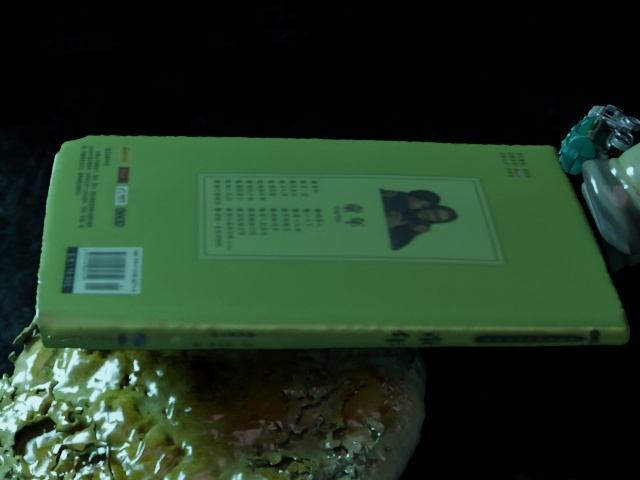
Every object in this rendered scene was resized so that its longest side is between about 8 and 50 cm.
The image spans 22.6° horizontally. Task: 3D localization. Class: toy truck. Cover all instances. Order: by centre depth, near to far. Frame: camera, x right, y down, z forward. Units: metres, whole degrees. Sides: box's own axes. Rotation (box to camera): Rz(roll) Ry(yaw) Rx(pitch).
[{"bbox_3d":[0.194,-0.068,1.117,0.044,0.039,0.083,30,28,8],"label":"toy truck"}]

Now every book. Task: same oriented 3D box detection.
[{"bbox_3d":[0.000,0.000,1.024,0.352,0.035,0.239,1,29,-5],"label":"book"}]

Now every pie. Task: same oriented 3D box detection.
[{"bbox_3d":[-0.071,0.097,0.983,0.274,0.055,0.274,-4,43,3],"label":"pie"}]

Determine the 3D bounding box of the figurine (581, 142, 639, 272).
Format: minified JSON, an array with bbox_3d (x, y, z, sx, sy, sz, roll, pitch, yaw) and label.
[{"bbox_3d":[0.354,-0.062,1.001,0.380,0.248,0.203,-13,53,9],"label":"figurine"}]
